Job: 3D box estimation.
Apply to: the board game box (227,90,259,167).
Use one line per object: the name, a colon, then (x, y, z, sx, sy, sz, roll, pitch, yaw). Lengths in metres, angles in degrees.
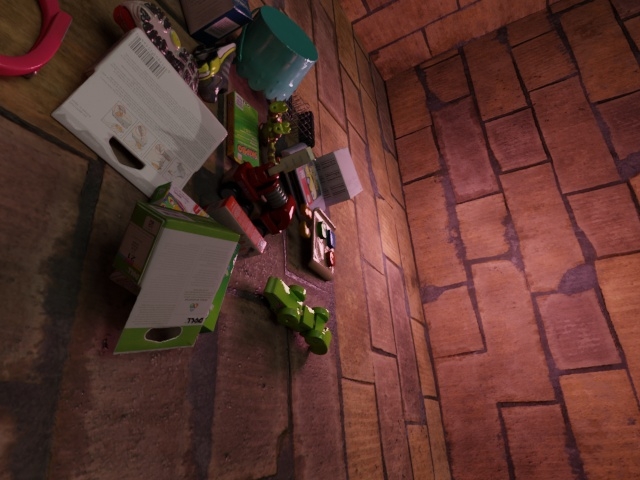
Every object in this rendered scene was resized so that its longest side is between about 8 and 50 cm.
board game box: (-0.243, -0.333, 1.304, 0.124, 0.039, 0.259, 33, 44, -55)

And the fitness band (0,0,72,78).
fitness band: (-0.552, -0.404, 0.696, 0.209, 0.054, 0.290, 40, 40, -46)

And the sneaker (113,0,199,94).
sneaker: (-0.388, -0.442, 0.993, 0.279, 0.119, 0.107, 73, 35, -57)

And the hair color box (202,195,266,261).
hair color box: (-0.228, -0.028, 1.080, 0.167, 0.093, 0.053, 59, 29, -30)

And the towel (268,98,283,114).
towel: (-0.170, -0.514, 1.594, 0.083, 0.010, 0.060, 56, 31, -33)

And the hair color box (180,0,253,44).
hair color box: (-0.338, -0.794, 1.224, 0.105, 0.174, 0.346, -15, 89, -66)

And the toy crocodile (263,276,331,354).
toy crocodile: (-0.065, 0.236, 1.264, 0.340, 0.105, 0.115, 48, 35, -34)

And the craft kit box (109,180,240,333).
craft kit box: (-0.301, 0.041, 0.915, 0.250, 0.061, 0.246, 49, 41, -42)

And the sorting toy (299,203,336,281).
sorting toy: (0.000, 0.000, 1.508, 0.307, 0.041, 0.228, 46, 44, -59)

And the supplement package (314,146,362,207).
supplement package: (0.057, -0.267, 1.745, 0.203, 0.149, 0.194, 69, 25, -10)

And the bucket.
bucket: (-0.155, -0.633, 1.399, 0.281, 0.183, 0.281, 31, 38, -28)

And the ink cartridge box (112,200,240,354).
ink cartridge box: (-0.290, 0.075, 0.784, 0.189, 0.097, 0.255, 16, 99, -59)

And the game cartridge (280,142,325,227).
game cartridge: (-0.059, -0.214, 1.555, 0.196, 0.060, 0.294, -57, 134, -63)

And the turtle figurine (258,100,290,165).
turtle figurine: (-0.160, -0.374, 1.372, 0.217, 0.087, 0.269, 146, -51, -70)

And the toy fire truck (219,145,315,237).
toy fire truck: (-0.124, -0.148, 1.185, 0.217, 0.247, 0.158, 57, 30, -31)

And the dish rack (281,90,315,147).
dish rack: (-0.103, -0.503, 1.641, 0.271, 0.074, 0.208, 42, 38, -53)

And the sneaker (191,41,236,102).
sneaker: (-0.313, -0.498, 1.208, 0.299, 0.111, 0.121, -79, 166, -51)

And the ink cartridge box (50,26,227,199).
ink cartridge box: (-0.384, -0.256, 0.915, 0.261, 0.066, 0.296, -59, 135, -20)
